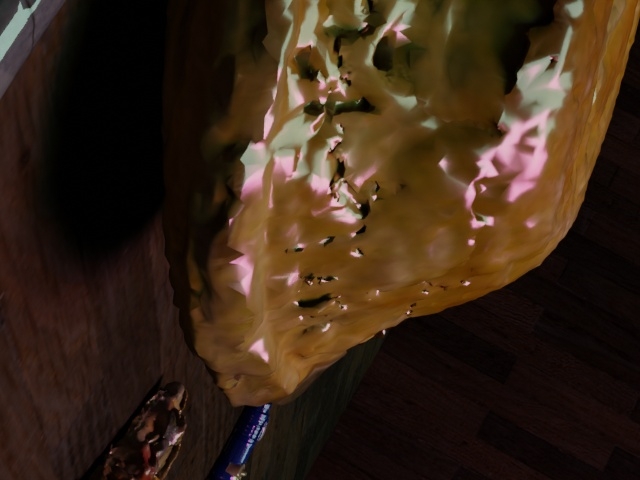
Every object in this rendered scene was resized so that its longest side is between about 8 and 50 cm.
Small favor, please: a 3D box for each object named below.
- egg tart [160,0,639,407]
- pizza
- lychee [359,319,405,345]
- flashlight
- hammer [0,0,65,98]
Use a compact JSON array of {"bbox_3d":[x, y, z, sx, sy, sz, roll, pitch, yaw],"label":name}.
[{"bbox_3d":[0.068,-0.113,0.809,0.443,0.178,0.443,19,90,-75],"label":"egg tart"},{"bbox_3d":[-0.156,0.216,1.148,0.201,0.053,0.193,-64,172,18],"label":"pizza"},{"bbox_3d":[0.000,0.000,1.076,0.171,0.171,0.171,-60,172,-14],"label":"lychee"},{"bbox_3d":[-0.085,0.228,1.723,0.121,0.035,0.057,-62,172,4],"label":"flashlight"},{"bbox_3d":[-0.044,-0.174,0.561,0.427,0.044,0.152,-60,171,-10],"label":"hammer"}]
